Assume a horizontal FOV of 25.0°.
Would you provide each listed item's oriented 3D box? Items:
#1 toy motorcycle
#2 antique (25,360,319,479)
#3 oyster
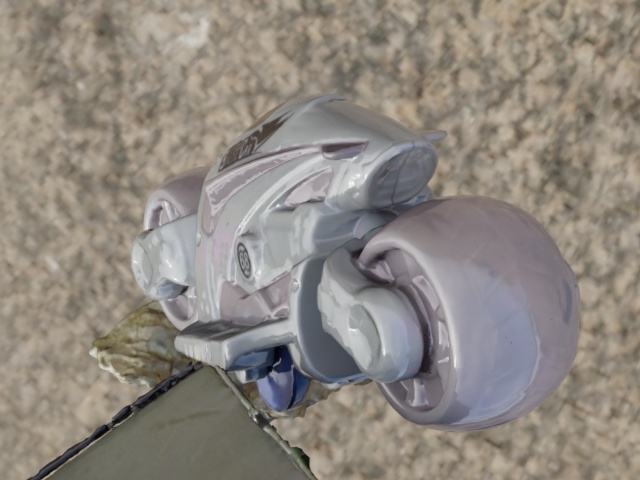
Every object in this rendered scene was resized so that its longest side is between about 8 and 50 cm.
[{"bbox_3d":[0.000,0.000,0.519,0.254,0.112,0.112,13,135,61],"label":"toy motorcycle"},{"bbox_3d":[-0.037,0.147,0.443,0.152,0.147,0.148,59,171,-27],"label":"antique"},{"bbox_3d":[-0.044,0.086,1.039,0.223,0.083,0.214,-9,161,-1],"label":"oyster"}]
